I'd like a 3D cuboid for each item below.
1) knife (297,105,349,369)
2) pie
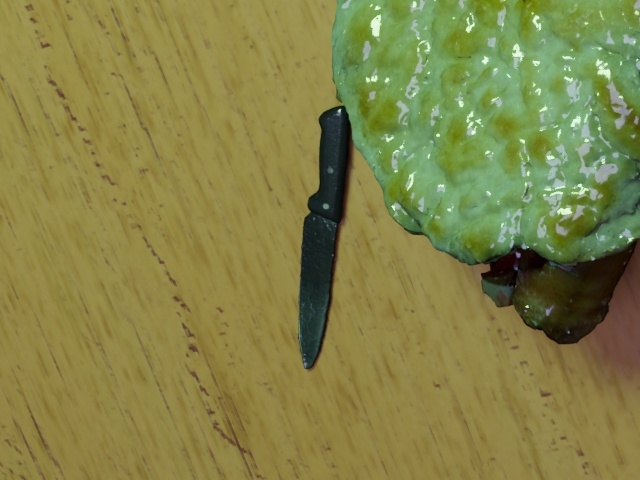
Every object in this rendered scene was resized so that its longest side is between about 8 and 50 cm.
[{"bbox_3d":[0.000,0.000,1.138,0.023,0.010,0.170,16,117,20],"label":"knife"},{"bbox_3d":[0.122,-0.108,0.984,0.274,0.105,0.257,-42,79,32],"label":"pie"}]
